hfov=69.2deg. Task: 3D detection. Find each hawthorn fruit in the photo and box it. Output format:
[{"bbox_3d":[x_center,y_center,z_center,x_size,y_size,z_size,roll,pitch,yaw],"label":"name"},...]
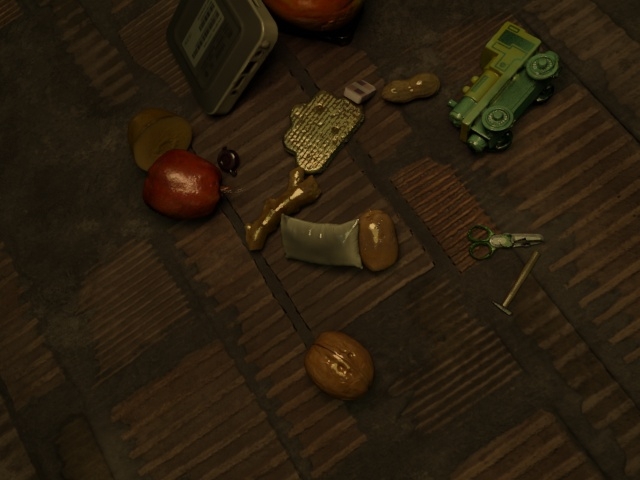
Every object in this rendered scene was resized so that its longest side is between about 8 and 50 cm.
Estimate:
[{"bbox_3d":[-0.379,-0.158,1.391,0.299,0.211,0.211,9,80,1],"label":"hawthorn fruit"}]

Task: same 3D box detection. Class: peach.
[{"bbox_3d":[-0.033,-0.790,1.367,0.372,0.290,0.373,-1,88,16],"label":"peach"}]

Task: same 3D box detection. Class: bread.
[{"bbox_3d":[-0.006,-0.353,1.449,0.207,0.056,0.286,42,86,9],"label":"bread"}]

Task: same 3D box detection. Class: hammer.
[{"bbox_3d":[0.558,0.112,1.308,0.062,0.013,0.199,33,85,12],"label":"hammer"}]

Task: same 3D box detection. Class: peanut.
[{"bbox_3d":[0.276,-0.465,1.421,0.187,0.082,0.082,-13,78,4],"label":"peanut"}]

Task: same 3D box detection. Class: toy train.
[{"bbox_3d":[0.518,-0.431,1.357,0.237,0.150,0.369,40,86,21],"label":"toy train"}]

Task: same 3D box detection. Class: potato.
[{"bbox_3d":[-0.528,-0.344,1.473,0.158,0.178,0.203,49,113,28],"label":"potato"},{"bbox_3d":[0.162,-0.001,1.329,0.118,0.109,0.178,-6,96,21],"label":"potato"}]

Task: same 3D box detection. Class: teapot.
[{"bbox_3d":[-0.288,-0.252,1.474,0.068,0.045,0.100,-18,95,27],"label":"teapot"}]

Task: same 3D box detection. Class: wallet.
[{"bbox_3d":[-0.048,-0.765,1.538,0.377,0.051,0.197,16,79,9],"label":"wallet"}]

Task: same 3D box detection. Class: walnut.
[{"bbox_3d":[0.054,0.340,1.258,0.197,0.165,0.165,37,86,20],"label":"walnut"}]

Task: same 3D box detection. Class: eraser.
[{"bbox_3d":[0.122,-0.462,1.439,0.065,0.026,0.105,33,45,15],"label":"eraser"}]

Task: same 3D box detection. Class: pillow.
[{"bbox_3d":[0.001,-0.001,1.334,0.254,0.078,0.144,6,103,24],"label":"pillow"}]

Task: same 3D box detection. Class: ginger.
[{"bbox_3d":[-0.122,-0.085,1.403,0.118,0.065,0.299,41,88,-6],"label":"ginger"}]

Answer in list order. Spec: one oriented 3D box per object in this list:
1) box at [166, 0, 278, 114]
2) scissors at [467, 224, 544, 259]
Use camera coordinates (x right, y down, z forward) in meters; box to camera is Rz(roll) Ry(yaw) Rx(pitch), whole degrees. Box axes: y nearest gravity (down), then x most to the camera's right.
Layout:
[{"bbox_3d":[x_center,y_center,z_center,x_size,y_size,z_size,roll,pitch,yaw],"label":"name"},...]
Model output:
[{"bbox_3d":[-0.320,-0.632,1.427,0.367,0.090,0.373,-42,71,39],"label":"box"},{"bbox_3d":[0.527,0.000,1.326,0.204,0.027,0.101,-4,82,9],"label":"scissors"}]
